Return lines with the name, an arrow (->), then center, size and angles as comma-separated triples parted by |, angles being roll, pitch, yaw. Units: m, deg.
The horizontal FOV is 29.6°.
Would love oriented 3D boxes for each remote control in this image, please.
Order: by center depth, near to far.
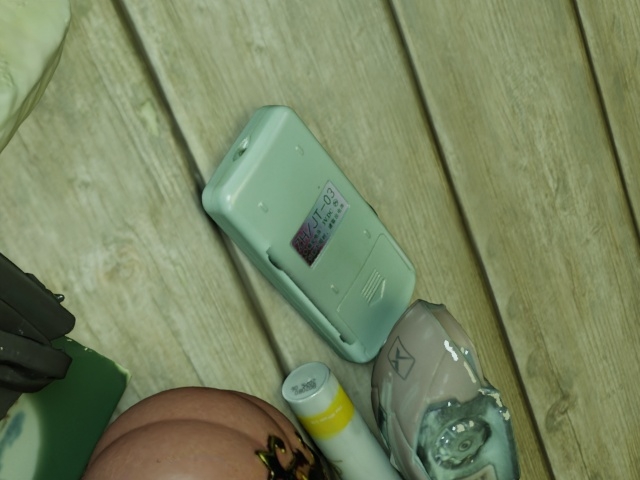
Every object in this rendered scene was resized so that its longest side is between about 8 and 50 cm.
remote control -> 0.000, 0.000, 1.244 | 0.296, 0.056, 0.140 | 50, 63, -38

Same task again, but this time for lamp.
lamp -> -0.100, 0.277, 1.023 | 0.305, 0.239, 0.305 | -22, 90, -77

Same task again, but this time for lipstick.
lipstick -> 0.043, 0.239, 1.309 | 0.059, 0.059, 0.264 | -52, 127, -29

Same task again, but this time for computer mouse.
computer mouse -> 0.126, 0.225, 1.312 | 0.114, 0.199, 0.389 | -19, 128, -8

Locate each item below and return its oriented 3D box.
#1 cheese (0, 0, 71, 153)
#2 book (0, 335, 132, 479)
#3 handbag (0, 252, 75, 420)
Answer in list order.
cheese -> -0.321, -0.151, 0.759 | 0.318, 0.115, 0.326 | 24, 47, -22
book -> -0.337, 0.137, 0.924 | 0.371, 0.043, 0.260 | 40, 68, -39
handbag -> -0.312, 0.116, 0.848 | 0.257, 0.113, 0.285 | 41, 66, -46
